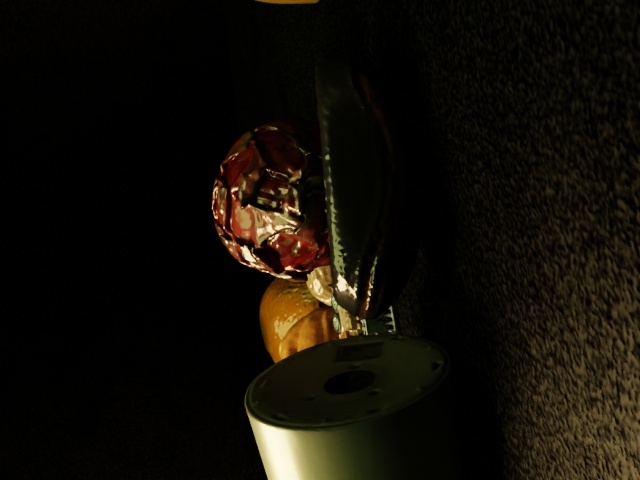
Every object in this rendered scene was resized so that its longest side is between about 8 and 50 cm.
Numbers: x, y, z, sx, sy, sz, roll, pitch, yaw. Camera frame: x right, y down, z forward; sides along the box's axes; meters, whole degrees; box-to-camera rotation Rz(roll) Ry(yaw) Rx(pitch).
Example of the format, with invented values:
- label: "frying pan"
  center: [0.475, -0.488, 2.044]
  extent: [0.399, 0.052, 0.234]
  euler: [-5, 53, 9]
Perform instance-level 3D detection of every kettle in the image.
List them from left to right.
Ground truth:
- label: "kettle"
  center: [0.078, 0.321, 1.065]
  extent: [0.361, 0.250, 0.376]
  euler: [-58, -43, -72]

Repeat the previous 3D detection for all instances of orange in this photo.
- label: "orange"
  center: [-0.027, 0.194, 1.781]
  extent: [0.262, 0.196, 0.334]
  euler: [67, 168, -17]

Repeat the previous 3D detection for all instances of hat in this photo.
- label: "hat"
  center: [0.003, 0.174, 1.441]
  extent: [0.233, 0.244, 0.233]
  euler: [-132, 44, -59]

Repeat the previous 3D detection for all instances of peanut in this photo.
- label: "peanut"
  center: [-0.001, 0.000, 1.369]
  extent: [0.104, 0.086, 0.227]
  euler: [-49, 52, 55]

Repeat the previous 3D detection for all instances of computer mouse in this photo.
- label: "computer mouse"
  center: [0.057, -0.069, 0.966]
  extent: [0.183, 0.116, 0.323]
  euler: [119, 146, -82]

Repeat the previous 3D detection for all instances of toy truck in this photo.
- label: "toy truck"
  center: [0.076, 0.150, 1.278]
  extent: [0.115, 0.080, 0.177]
  euler: [178, 82, -72]

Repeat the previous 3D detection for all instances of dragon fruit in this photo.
- label: "dragon fruit"
  center: [-0.037, -0.057, 1.200]
  extent: [0.299, 0.244, 0.244]
  euler: [-132, 32, -67]

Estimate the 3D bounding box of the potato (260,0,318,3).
- label: "potato"
  center: [-0.087, -0.459, 1.289]
  extent: [0.203, 0.158, 0.178]
  euler: [137, 120, -76]
